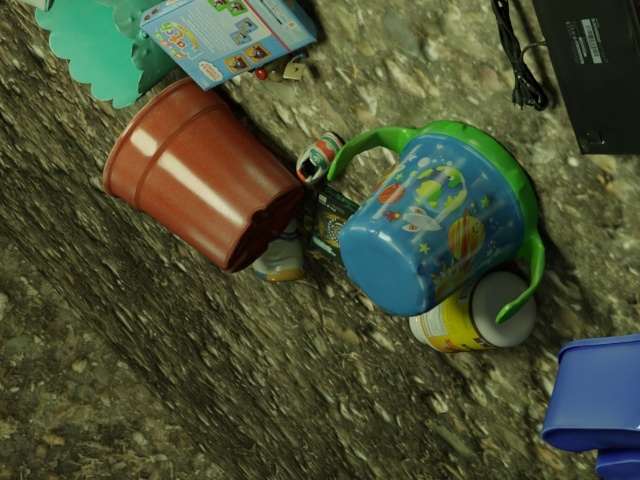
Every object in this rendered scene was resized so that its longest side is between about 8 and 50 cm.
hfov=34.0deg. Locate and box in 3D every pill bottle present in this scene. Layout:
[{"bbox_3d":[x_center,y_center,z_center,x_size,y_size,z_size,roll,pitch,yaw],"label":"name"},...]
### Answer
[{"bbox_3d":[0.233,0.118,1.658,0.117,0.117,0.215,54,152,-10],"label":"pill bottle"}]

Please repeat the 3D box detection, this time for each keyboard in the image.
[{"bbox_3d":[0.289,-0.237,1.229,0.201,0.033,0.317,5,129,44],"label":"keyboard"}]

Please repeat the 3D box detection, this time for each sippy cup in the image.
[{"bbox_3d":[0.153,-0.016,1.493,0.305,0.224,0.240,18,140,43],"label":"sippy cup"}]

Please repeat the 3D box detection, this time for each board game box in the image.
[{"bbox_3d":[0.061,-0.001,1.823,0.186,0.026,0.126,34,134,28],"label":"board game box"},{"bbox_3d":[-0.136,-0.319,1.561,0.211,0.039,0.160,-20,139,26],"label":"board game box"}]

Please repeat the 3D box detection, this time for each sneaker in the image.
[{"bbox_3d":[-0.020,-0.125,1.762,0.057,0.075,0.161,50,152,-1],"label":"sneaker"},{"bbox_3d":[-0.111,-0.007,2.040,0.296,0.111,0.131,15,108,59],"label":"sneaker"}]

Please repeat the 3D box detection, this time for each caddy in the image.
[{"bbox_3d":[0.460,0.220,1.406,0.241,0.179,0.341,32,158,-21],"label":"caddy"}]

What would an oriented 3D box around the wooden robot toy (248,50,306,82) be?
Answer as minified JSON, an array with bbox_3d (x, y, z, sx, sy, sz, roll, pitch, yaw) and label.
[{"bbox_3d":[-0.085,-0.279,1.677,0.173,0.076,0.079,34,160,26],"label":"wooden robot toy"}]

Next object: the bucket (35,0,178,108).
[{"bbox_3d":[-0.336,-0.382,1.781,0.281,0.183,0.281,36,150,25],"label":"bucket"}]

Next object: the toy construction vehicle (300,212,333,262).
[{"bbox_3d":[0.000,0.000,1.933,0.098,0.035,0.086,34,149,26],"label":"toy construction vehicle"}]

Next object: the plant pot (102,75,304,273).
[{"bbox_3d":[-0.190,-0.099,1.831,0.265,0.272,0.272,41,151,13],"label":"plant pot"}]

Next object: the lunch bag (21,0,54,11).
[{"bbox_3d":[-0.401,-0.489,1.552,0.107,0.279,0.224,22,151,-12],"label":"lunch bag"}]

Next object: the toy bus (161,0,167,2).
[{"bbox_3d":[-0.239,-0.473,1.567,0.220,0.149,0.212,14,120,-12],"label":"toy bus"}]
